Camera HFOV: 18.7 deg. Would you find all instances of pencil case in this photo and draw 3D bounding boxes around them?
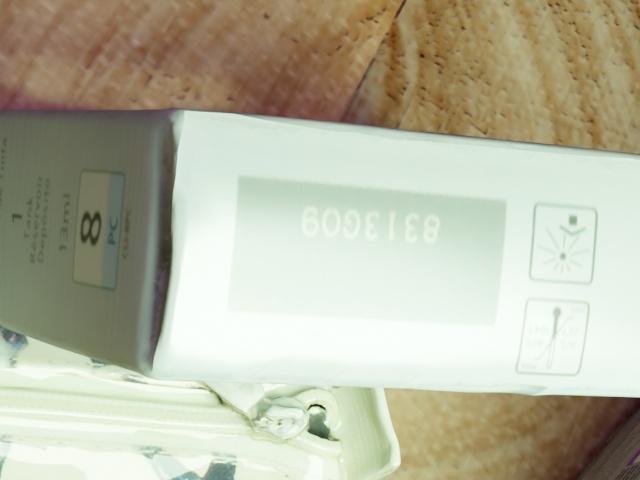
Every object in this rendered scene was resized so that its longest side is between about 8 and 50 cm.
[{"bbox_3d":[-0.183,0.080,0.758,0.410,0.183,0.160,5,54,-26],"label":"pencil case"}]

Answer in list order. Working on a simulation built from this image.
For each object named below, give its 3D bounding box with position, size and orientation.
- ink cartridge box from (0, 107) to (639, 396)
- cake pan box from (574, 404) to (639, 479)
[{"bbox_3d":[0.000,0.000,0.801,0.308,0.385,0.091,3,91,-28],"label":"ink cartridge box"},{"bbox_3d":[0.217,0.103,0.931,0.070,0.246,0.267,49,55,-3],"label":"cake pan box"}]
